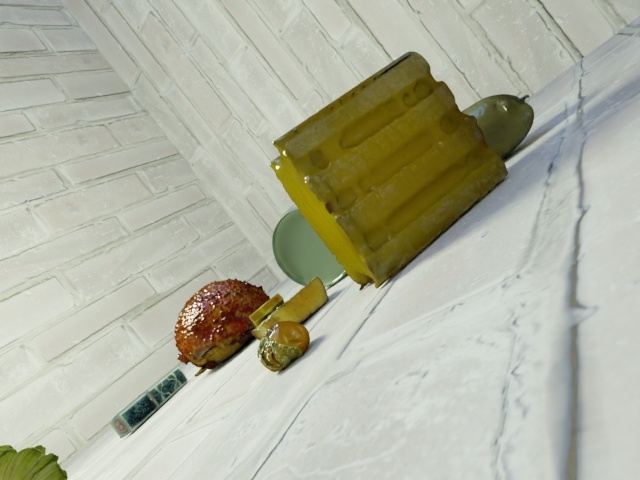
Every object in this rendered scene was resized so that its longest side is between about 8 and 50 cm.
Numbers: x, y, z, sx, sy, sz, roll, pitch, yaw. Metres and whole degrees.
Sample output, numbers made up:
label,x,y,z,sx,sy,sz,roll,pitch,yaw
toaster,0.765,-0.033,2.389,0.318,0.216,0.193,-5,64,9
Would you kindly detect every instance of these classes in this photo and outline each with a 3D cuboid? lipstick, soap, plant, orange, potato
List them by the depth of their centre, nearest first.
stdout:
label,x,y,z,sx,sy,sz,roll,pitch,yaw
orange,-0.059,0.159,0.671,0.086,0.062,0.086,-36,-2,-1
soap,0.117,-0.125,0.772,0.335,0.293,0.156,-39,-2,-14
potato,0.373,-0.240,0.995,0.251,0.159,0.174,-43,25,38
plant,-0.728,0.636,1.004,0.261,0.297,0.306,17,-97,-63
lipstick,-0.573,0.541,1.471,0.076,0.077,0.289,-38,0,25

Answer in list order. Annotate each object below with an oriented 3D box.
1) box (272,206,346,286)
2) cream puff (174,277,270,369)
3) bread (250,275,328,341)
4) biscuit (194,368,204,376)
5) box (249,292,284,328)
label,x,y,z,sx,sy,sz,roll,pitch,yaw
box,0.000,0.000,1.169,0.226,0.226,0.149,-38,1,29
cream puff,-0.317,0.250,1.367,0.350,0.229,0.350,-40,-1,-1
bread,-0.060,0.155,0.946,0.187,0.065,0.103,-34,-3,-34
biscuit,-0.413,0.453,1.547,0.082,0.016,0.092,-43,0,-1
box,-0.118,0.187,1.031,0.089,0.022,0.156,-37,-25,-18
